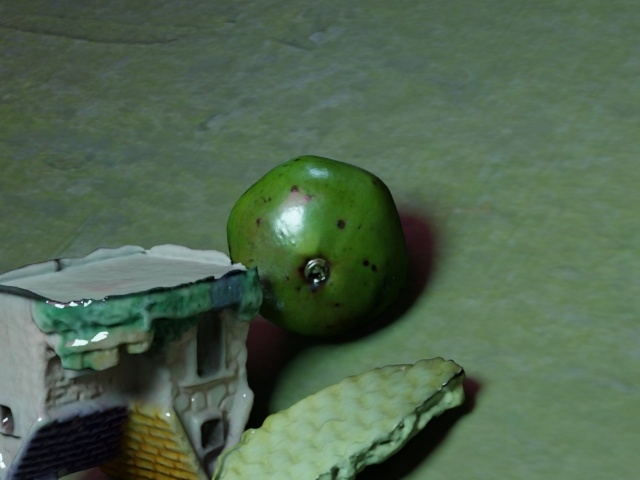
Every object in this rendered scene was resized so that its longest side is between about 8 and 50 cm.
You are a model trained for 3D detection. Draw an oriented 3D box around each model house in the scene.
[{"bbox_3d":[-0.190,0.141,1.875,0.202,0.237,0.237,9,15,41],"label":"model house"}]

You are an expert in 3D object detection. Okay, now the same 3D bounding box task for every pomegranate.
[{"bbox_3d":[-0.001,-0.002,1.978,0.187,0.187,0.225,-27,10,11],"label":"pomegranate"}]

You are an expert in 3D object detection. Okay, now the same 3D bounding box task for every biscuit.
[{"bbox_3d":[-0.003,0.187,1.811,0.274,0.036,0.187,-33,21,-22],"label":"biscuit"}]
